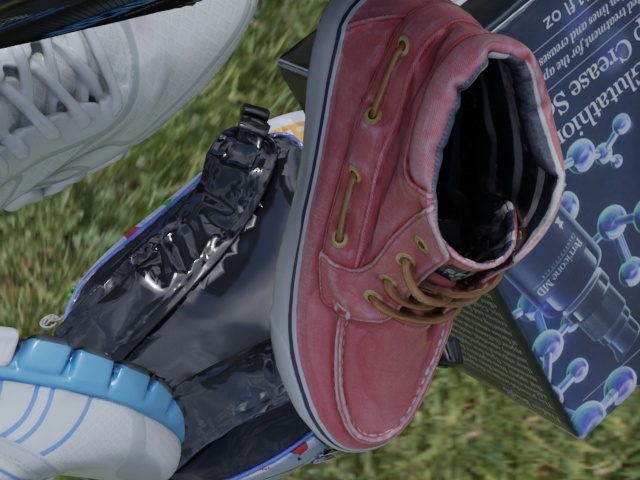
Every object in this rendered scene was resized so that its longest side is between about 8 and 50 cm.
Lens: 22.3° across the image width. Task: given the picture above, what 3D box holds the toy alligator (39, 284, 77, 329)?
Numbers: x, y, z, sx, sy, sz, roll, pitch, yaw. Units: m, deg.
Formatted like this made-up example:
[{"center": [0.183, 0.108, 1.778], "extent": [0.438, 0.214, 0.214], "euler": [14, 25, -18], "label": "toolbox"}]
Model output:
[{"center": [-0.267, 0.067, 1.889], "extent": [0.051, 0.190, 0.056], "euler": [55, 37, -32], "label": "toy alligator"}]

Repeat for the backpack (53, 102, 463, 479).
[{"center": [-0.069, 0.078, 1.309], "extent": [0.263, 0.213, 0.276], "euler": [-33, 70, -13], "label": "backpack"}]

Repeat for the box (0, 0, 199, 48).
[{"center": [-0.045, -0.097, 0.462], "extent": [0.175, 0.220, 0.051], "euler": [-21, 98, -41], "label": "box"}]

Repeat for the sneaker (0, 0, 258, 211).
[{"center": [-0.138, -0.047, 0.635], "extent": [0.292, 0.118, 0.110], "euler": [-32, 110, -20], "label": "sneaker"}]

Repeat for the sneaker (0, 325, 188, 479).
[{"center": [-0.116, 0.061, 0.452], "extent": [0.191, 0.071, 0.083], "euler": [21, 67, -45], "label": "sneaker"}]

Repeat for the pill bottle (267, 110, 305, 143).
[{"center": [0.000, 0.000, 1.867], "extent": [0.152, 0.152, 0.272], "euler": [-22, 72, -12], "label": "pill bottle"}]

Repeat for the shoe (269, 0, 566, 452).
[{"center": [0.030, 0.006, 0.540], "extent": [0.063, 0.081, 0.178], "euler": [-8, 116, -26], "label": "shoe"}]

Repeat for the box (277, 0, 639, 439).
[{"center": [0.201, -0.076, 1.470], "extent": [0.293, 0.212, 0.395], "euler": [-40, 122, -14], "label": "box"}]
